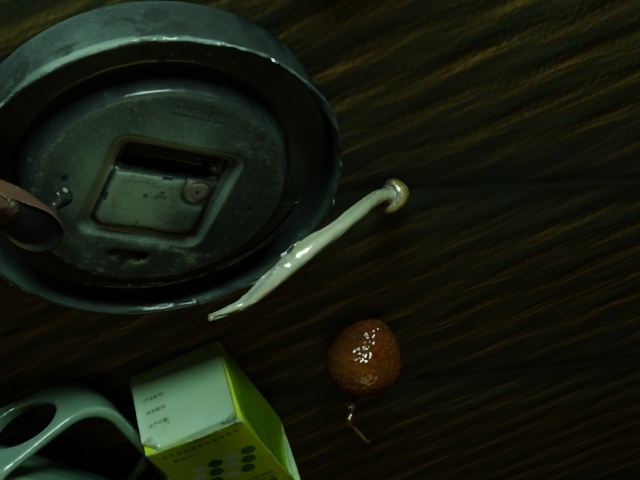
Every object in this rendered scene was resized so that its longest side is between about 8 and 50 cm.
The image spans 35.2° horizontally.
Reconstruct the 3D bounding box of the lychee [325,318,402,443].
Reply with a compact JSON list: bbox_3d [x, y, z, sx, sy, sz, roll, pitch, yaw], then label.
[{"bbox_3d":[0.053,0.173,1.350,0.101,0.114,0.140,38,87,-14],"label":"lychee"}]

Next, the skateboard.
[{"bbox_3d":[-0.302,-0.028,0.909,0.151,0.080,0.067,27,129,-37],"label":"skateboard"}]

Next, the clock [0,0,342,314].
[{"bbox_3d":[-0.170,-0.071,1.032,0.386,0.076,0.386,-10,139,-9],"label":"clock"}]

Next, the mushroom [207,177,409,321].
[{"bbox_3d":[0.002,0.001,1.084,0.306,0.043,0.068,-34,149,-40],"label":"mushroom"}]

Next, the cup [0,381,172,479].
[{"bbox_3d":[-0.361,0.412,1.327,0.401,0.310,0.392,-37,141,23],"label":"cup"}]

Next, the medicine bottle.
[{"bbox_3d":[-0.139,0.268,1.370,0.137,0.141,0.250,-26,139,3],"label":"medicine bottle"}]
